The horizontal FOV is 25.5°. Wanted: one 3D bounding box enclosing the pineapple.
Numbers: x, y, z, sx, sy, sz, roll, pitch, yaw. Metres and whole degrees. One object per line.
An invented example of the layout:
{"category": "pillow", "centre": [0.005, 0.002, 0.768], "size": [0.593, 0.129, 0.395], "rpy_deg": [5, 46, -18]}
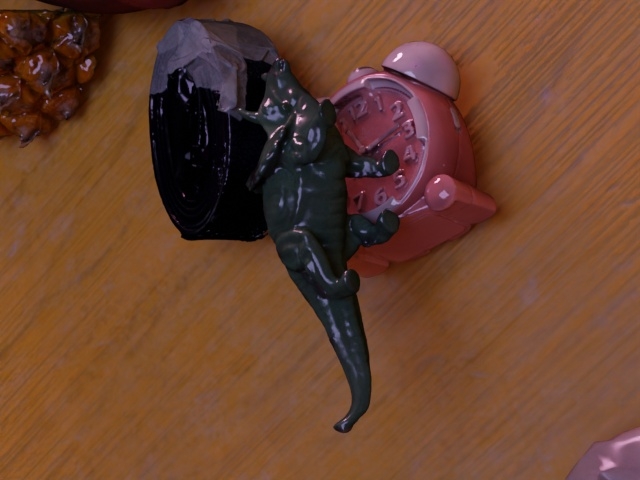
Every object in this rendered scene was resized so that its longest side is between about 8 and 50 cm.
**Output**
{"category": "pineapple", "centre": [-0.340, -0.159, 1.348], "size": [0.249, 0.164, 0.140], "rpy_deg": [6, 98, 26]}

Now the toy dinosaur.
{"category": "toy dinosaur", "centre": [0.012, -0.009, 1.085], "size": [0.120, 0.079, 0.292], "rpy_deg": [-38, 66, 31]}

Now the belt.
{"category": "belt", "centre": [-0.088, -0.099, 1.216], "size": [0.151, 0.078, 0.198], "rpy_deg": [-31, 63, 54]}

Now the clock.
{"category": "clock", "centre": [0.057, -0.068, 1.166], "size": [0.166, 0.092, 0.162], "rpy_deg": [-28, 65, 31]}

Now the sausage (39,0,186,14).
{"category": "sausage", "centre": [-0.217, -0.284, 1.290], "size": [0.279, 0.152, 0.152], "rpy_deg": [15, 95, 31]}

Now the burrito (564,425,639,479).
{"category": "burrito", "centre": [0.348, 0.303, 0.975], "size": [0.139, 0.101, 0.445], "rpy_deg": [-42, 66, 8]}
